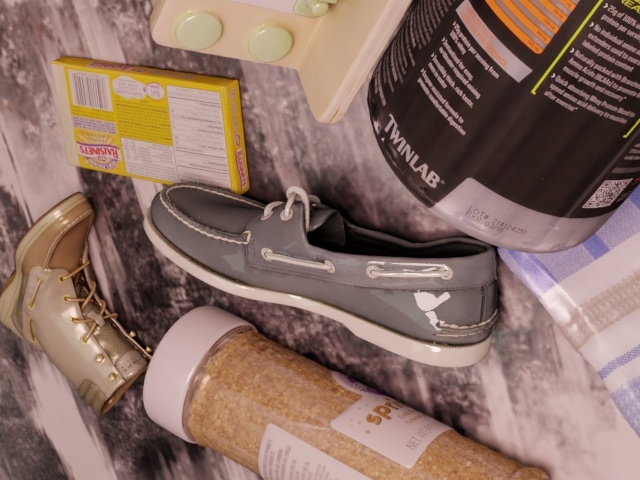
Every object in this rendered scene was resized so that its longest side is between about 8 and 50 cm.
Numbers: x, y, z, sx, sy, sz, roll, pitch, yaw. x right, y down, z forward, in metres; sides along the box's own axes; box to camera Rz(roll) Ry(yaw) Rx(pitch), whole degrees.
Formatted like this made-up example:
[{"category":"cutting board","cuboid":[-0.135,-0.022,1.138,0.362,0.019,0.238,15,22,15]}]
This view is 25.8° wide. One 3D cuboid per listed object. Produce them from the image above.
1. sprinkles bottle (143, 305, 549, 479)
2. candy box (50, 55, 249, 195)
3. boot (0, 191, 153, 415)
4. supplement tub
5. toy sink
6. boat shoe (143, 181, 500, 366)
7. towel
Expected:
[{"category":"sprinkles bottle","cuboid":[0.017,0.178,1.207,0.355,0.121,0.121,25,124,25]},{"category":"candy box","cuboid":[-0.156,-0.105,1.261,0.206,0.027,0.105,12,122,32]},{"category":"boot","cuboid":[-0.228,0.065,1.367,0.165,0.077,0.213,45,136,11]},{"category":"supplement tub","cuboid":[0.178,-0.156,0.873,0.193,0.193,0.316,45,131,11]},{"category":"toy sink","cuboid":[-0.044,-0.216,0.979,0.152,0.131,0.234,-59,36,40]},{"category":"boat shoe","cuboid":[0.000,0.000,1.142,0.320,0.116,0.099,22,120,21]},{"category":"towel","cuboid":[0.277,0.064,1.014,0.285,0.034,0.209,54,131,3]}]
